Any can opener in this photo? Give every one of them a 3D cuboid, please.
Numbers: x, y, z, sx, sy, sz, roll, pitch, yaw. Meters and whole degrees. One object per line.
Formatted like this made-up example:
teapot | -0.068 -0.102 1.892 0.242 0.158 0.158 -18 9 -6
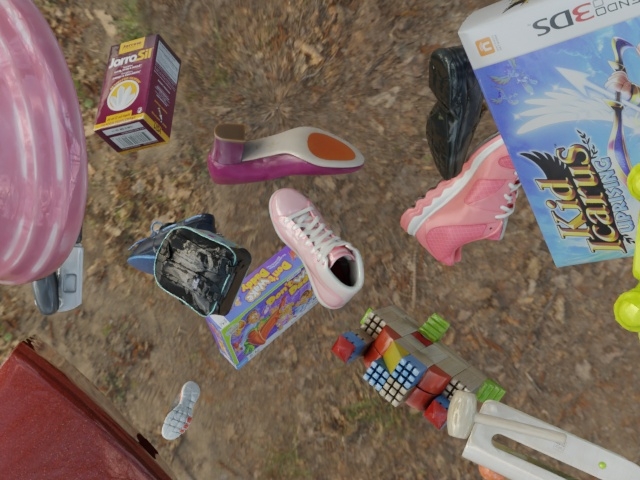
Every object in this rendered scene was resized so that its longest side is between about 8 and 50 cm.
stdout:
can opener | -0.432 -0.019 1.172 0.076 0.095 0.283 2 90 -11

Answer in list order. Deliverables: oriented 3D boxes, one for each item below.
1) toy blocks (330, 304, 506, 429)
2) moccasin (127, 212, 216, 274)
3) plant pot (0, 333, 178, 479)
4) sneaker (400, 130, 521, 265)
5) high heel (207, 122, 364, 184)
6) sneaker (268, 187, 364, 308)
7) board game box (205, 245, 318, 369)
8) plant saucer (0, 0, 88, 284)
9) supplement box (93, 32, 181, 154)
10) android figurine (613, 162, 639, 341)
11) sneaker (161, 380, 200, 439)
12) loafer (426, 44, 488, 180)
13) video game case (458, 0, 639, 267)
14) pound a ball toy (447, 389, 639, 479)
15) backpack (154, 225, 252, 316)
toy blocks | 0.202 0.283 1.604 0.381 0.261 0.190 38 110 22
moccasin | -0.361 0.013 1.794 0.138 0.342 0.116 33 59 -39
plant pot | -0.295 0.278 0.755 0.236 0.267 0.267 36 75 -13
sneaker | 0.278 -0.075 1.154 0.314 0.116 0.136 -44 76 35
high heel | -0.088 -0.190 1.762 0.377 0.127 0.181 11 143 -4
sneaker | 0.000 0.000 0.694 0.051 0.070 0.134 -26 85 -24
board game box | -0.131 0.161 1.887 0.347 0.233 0.078 -39 60 -19
plant saucer | -0.369 -0.108 0.727 0.332 0.084 0.332 13 111 36
supplement box | -0.316 -0.256 1.238 0.104 0.081 0.188 -9 61 19
android figurine | 0.246 -0.019 0.406 0.273 0.056 0.248 -16 112 -39
sneaker | -0.354 0.432 1.785 0.061 0.065 0.158 38 52 -14
loafer | 0.152 -0.132 0.757 0.061 0.062 0.170 -18 143 -10
video game case | 0.285 -0.111 0.622 0.244 0.061 0.269 -11 118 38
pound a ball toy | 0.357 0.371 1.188 0.319 0.208 0.135 21 85 16
backpack | -0.253 0.059 1.518 0.188 0.144 0.165 24 97 16
